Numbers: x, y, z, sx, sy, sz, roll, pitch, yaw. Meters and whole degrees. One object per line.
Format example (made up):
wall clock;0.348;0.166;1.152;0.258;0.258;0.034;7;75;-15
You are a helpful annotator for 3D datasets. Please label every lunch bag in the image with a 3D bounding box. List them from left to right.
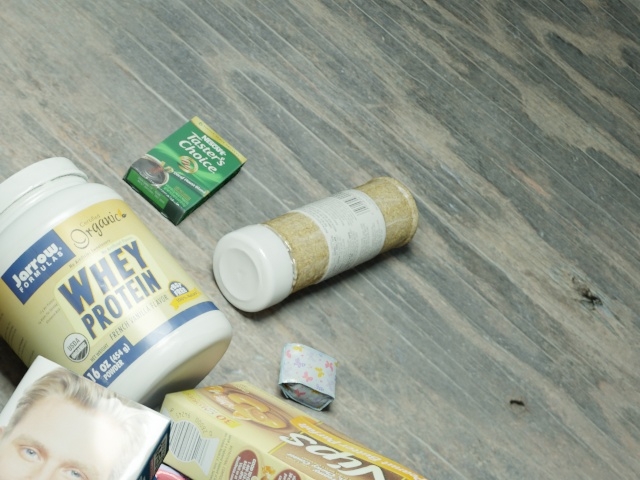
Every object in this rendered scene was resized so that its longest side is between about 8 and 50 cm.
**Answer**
lunch bag;-0.022;0.190;1.935;0.083;0.053;0.071;28;43;-26

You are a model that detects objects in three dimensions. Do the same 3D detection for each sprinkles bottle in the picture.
sprinkles bottle;0.000;0.000;2.072;0.355;0.121;0.121;-22;68;-45

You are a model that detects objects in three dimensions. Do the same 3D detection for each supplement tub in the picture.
supplement tub;-0.289;0.073;1.718;0.316;0.228;0.228;47;42;11

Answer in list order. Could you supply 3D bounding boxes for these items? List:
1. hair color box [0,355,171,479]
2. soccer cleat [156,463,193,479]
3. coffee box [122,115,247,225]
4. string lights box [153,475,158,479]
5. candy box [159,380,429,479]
hair color box;-0.316;0.314;1.467;0.174;0.105;0.347;24;59;7
soccer cleat;-0.136;0.333;1.715;0.248;0.083;0.095;24;18;-11
coffee box;-0.204;-0.109;2.089;0.113;0.040;0.184;41;41;5
string lights box;-0.221;0.360;1.571;0.133;0.077;0.259;-28;67;-6
candy box;-0.032;0.281;1.683;0.316;0.087;0.183;26;14;27
